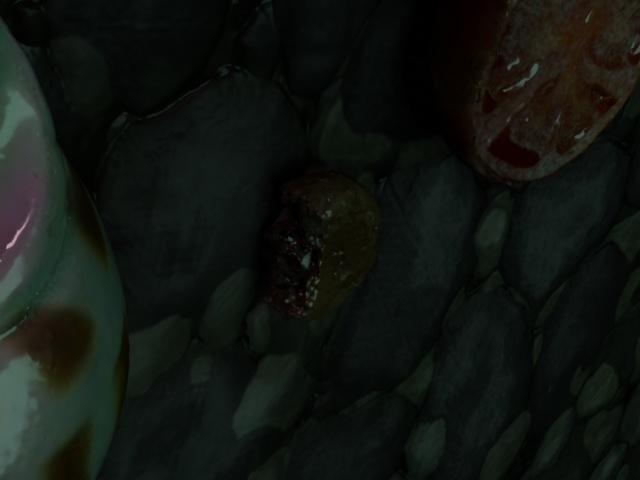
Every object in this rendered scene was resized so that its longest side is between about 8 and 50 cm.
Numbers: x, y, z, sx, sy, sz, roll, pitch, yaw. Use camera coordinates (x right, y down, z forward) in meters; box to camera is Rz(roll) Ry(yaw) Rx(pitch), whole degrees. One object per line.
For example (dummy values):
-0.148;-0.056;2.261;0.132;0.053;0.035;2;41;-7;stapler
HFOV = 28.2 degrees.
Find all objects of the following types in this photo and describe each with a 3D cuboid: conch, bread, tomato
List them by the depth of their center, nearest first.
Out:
-0.214;0.055;0.563;0.249;0.197;0.368;21;97;-22;conch
0.000;0.000;0.903;0.082;0.060;0.113;-16;127;-45;bread
0.159;-0.162;0.959;0.237;0.095;0.236;-31;139;-32;tomato
